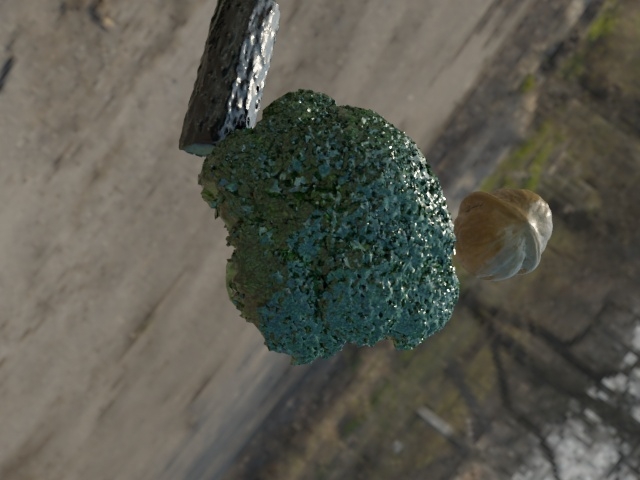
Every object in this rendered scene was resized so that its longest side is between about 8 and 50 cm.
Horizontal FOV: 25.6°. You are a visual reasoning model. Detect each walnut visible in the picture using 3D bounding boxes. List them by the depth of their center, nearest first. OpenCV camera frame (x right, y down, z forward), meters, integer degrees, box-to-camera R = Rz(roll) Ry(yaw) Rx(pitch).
[{"bbox_3d":[0.269,-0.011,2.113,0.166,0.149,0.166,-37,-177,3],"label":"walnut"}]

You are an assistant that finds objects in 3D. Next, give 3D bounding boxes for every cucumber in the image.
[{"bbox_3d":[-0.093,-0.179,1.516,0.062,0.078,0.211,128,-22,-50],"label":"cucumber"}]

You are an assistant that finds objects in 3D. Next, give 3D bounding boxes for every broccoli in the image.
[{"bbox_3d":[0.000,0.000,1.457,0.275,0.308,0.308,-35,-177,36],"label":"broccoli"}]
